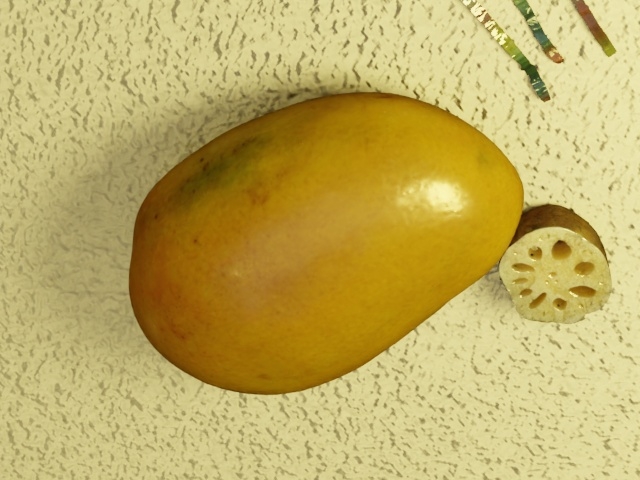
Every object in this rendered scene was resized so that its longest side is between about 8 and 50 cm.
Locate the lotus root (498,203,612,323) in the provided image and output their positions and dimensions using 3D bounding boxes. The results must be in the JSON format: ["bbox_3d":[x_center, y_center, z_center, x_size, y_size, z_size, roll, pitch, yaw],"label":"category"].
[{"bbox_3d":[0.258,0.023,1.921,0.112,0.081,0.122,-17,112,22],"label":"lotus root"}]

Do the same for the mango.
[{"bbox_3d":[0.000,0.000,1.899,0.445,0.232,0.300,-21,106,19],"label":"mango"}]

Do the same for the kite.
[{"bbox_3d":[0.187,-0.292,1.801,0.169,0.015,0.310,-36,104,29],"label":"kite"}]
